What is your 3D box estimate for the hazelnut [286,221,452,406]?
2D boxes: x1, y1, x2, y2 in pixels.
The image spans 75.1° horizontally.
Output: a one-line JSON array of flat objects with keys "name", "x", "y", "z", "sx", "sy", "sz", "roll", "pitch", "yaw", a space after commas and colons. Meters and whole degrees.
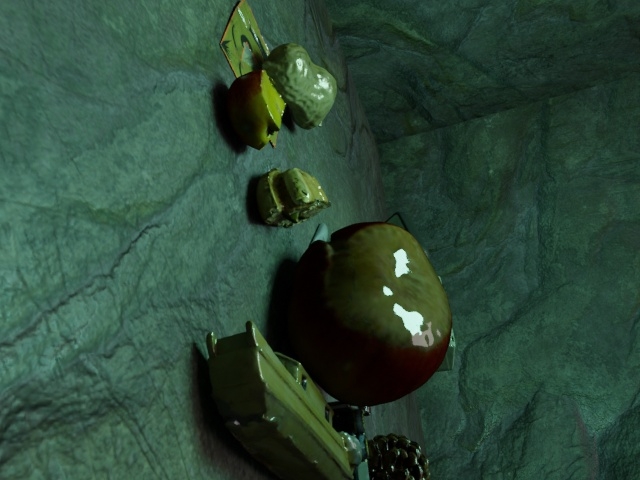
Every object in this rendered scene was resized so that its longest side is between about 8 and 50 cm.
[{"name": "hazelnut", "x": 0.089, "y": 0.152, "z": 0.925, "sx": 0.409, "sy": 0.359, "sz": 0.359, "roll": -86, "pitch": 158, "yaw": -52}]

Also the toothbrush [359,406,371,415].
[{"name": "toothbrush", "x": 0.142, "y": 0.409, "z": 1.416, "sx": 0.041, "sy": 0.040, "sz": 0.364, "roll": 61, "pitch": 22, "yaw": -46}]

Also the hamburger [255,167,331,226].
[{"name": "hamburger", "x": -0.069, "y": -0.099, "z": 0.937, "sx": 0.131, "sy": 0.124, "sz": 0.262, "roll": 60, "pitch": 11, "yaw": 4}]

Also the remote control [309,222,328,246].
[{"name": "remote control", "x": 0.000, "y": 0.000, "z": 1.243, "sx": 0.184, "sy": 0.027, "sz": 0.050, "roll": -66, "pitch": 141, "yaw": -63}]

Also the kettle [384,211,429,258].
[{"name": "kettle", "x": 0.187, "y": 0.121, "z": 1.272, "sx": 0.250, "sy": 0.361, "sz": 0.377, "roll": 21, "pitch": 41, "yaw": -20}]

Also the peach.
[{"name": "peach", "x": -0.130, "y": -0.258, "z": 0.822, "sx": 0.151, "sy": 0.118, "sz": 0.151, "roll": -162, "pitch": -90, "yaw": -80}]

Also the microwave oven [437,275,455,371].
[{"name": "microwave oven", "x": 0.449, "y": 0.389, "z": 1.959, "sx": 0.394, "sy": 0.332, "sz": 0.247, "roll": -87, "pitch": 162, "yaw": -45}]

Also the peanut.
[{"name": "peanut", "x": -0.043, "y": -0.414, "z": 1.119, "sx": 0.143, "sy": 0.159, "sz": 0.291, "roll": 61, "pitch": 9, "yaw": 22}]

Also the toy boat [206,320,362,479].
[{"name": "toy boat", "x": -0.044, "y": 0.286, "z": 0.691, "sx": 0.162, "sy": 0.135, "sz": 0.446, "roll": -92, "pitch": 161, "yaw": -47}]

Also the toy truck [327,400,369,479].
[{"name": "toy truck", "x": 0.053, "y": 0.496, "z": 0.895, "sx": 0.157, "sy": 0.124, "sz": 0.272, "roll": 69, "pitch": 13, "yaw": -58}]

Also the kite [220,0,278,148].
[{"name": "kite", "x": -0.160, "y": -0.414, "z": 1.019, "sx": 0.327, "sy": 0.013, "sz": 0.378, "roll": -7, "pitch": 88, "yaw": -74}]

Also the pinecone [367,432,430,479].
[{"name": "pinecone", "x": 0.172, "y": 0.617, "z": 1.090, "sx": 0.221, "sy": 0.221, "sz": 0.222, "roll": -12, "pitch": 90, "yaw": -74}]
